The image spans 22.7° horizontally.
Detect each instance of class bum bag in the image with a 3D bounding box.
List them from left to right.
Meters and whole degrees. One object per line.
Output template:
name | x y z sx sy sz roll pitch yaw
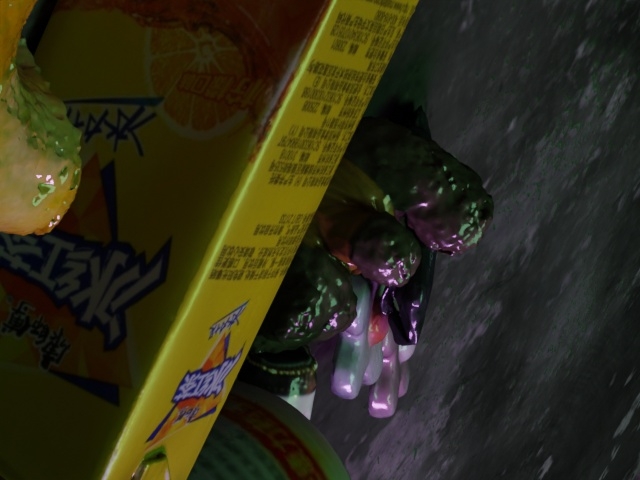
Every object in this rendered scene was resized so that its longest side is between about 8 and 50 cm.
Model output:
bum bag | 0.069 -0.015 1.247 0.087 0.049 0.197 101 -7 -70

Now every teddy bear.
teddy bear | 0.000 0.000 1.113 0.140 0.177 0.190 46 70 -20

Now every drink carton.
drink carton | -0.086 -0.032 0.853 0.111 0.154 0.351 0 118 -64

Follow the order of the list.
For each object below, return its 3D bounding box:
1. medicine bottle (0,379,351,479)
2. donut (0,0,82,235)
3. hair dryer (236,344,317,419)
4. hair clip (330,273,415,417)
medicine bottle | -0.154 0.235 0.972 0.388 0.219 0.219 -21 137 -54
donut | -0.156 -0.111 0.709 0.152 0.101 0.259 -7 129 -55
hair dryer | -0.057 0.223 1.213 0.128 0.203 0.362 -21 126 -55
hair clip | 0.039 0.070 1.327 0.257 0.075 0.146 36 53 -65
